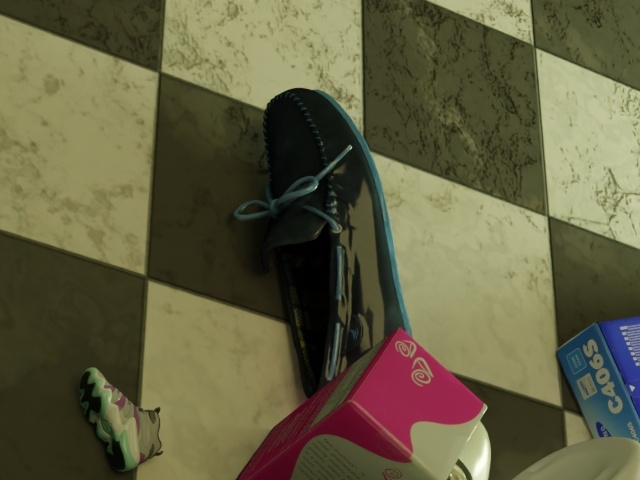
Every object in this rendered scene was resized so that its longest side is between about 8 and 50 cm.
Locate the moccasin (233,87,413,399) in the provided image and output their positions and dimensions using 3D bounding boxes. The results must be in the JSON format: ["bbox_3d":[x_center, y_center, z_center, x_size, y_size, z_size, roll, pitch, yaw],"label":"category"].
[{"bbox_3d":[0.000,0.000,1.836,0.117,0.138,0.342,-3,63,-33],"label":"moccasin"}]

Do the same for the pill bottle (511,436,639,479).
[{"bbox_3d":[0.289,0.343,1.767,0.160,0.160,0.283,-38,106,-45],"label":"pill bottle"}]

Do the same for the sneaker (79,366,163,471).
[{"bbox_3d":[-0.172,0.154,1.677,0.069,0.038,0.098,-17,82,-44],"label":"sneaker"}]

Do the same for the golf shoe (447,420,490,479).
[{"bbox_3d":[0.112,0.248,1.766,0.105,0.120,0.273,41,44,-4],"label":"golf shoe"}]

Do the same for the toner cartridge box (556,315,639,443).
[{"bbox_3d":[0.434,0.160,2.090,0.348,0.075,0.165,-5,64,-39],"label":"toner cartridge box"}]

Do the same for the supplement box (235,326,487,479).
[{"bbox_3d":[0.029,0.192,1.668,0.111,0.220,0.114,43,46,-6],"label":"supplement box"}]
